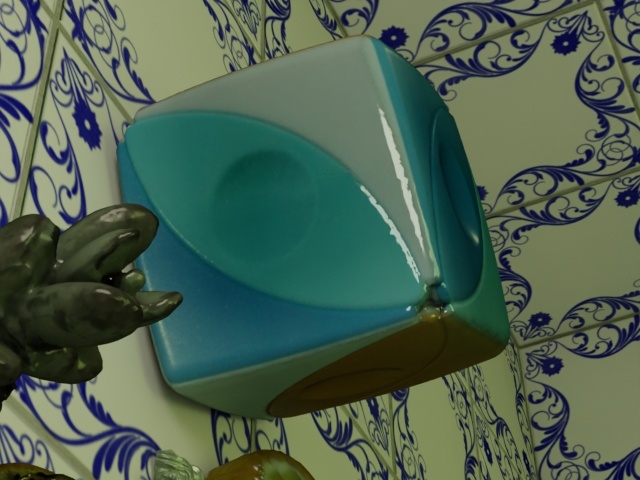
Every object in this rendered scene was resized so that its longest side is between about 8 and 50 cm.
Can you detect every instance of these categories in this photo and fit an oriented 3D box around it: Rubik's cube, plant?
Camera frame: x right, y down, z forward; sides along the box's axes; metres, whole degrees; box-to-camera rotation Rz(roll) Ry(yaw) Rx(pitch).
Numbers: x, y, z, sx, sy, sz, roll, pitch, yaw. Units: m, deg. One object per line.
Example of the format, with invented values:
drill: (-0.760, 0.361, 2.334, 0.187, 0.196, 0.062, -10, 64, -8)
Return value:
Rubik's cube: (0.000, 0.000, 1.539, 0.352, 0.347, 0.351, 25, 49, -67)
plant: (-0.229, 0.065, 0.892, 0.146, 0.274, 0.149, -98, 162, -46)

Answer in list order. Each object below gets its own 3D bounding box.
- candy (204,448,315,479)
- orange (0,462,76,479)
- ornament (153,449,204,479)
candy: (-0.045, 0.354, 1.438, 0.260, 0.118, 0.260, -21, 90, -74)
orange: (-0.234, 0.239, 0.965, 0.170, 0.112, 0.160, -62, 147, -4)
ornament: (-0.148, 0.249, 1.354, 0.092, 0.041, 0.068, -88, 161, -71)
